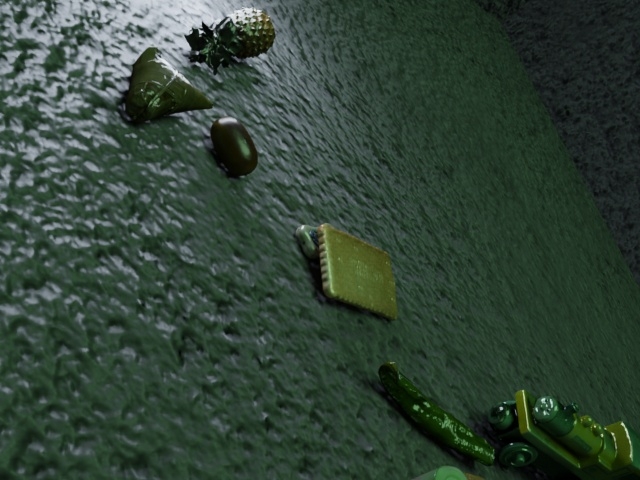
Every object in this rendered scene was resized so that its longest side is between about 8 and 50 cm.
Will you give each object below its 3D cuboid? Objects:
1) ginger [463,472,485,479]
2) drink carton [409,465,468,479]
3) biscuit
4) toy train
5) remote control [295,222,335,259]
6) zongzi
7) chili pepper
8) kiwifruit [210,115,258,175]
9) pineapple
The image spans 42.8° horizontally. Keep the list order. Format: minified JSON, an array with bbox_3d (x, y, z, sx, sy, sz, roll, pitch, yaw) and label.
[{"bbox_3d":[0.287,0.560,1.485,0.118,0.065,0.299,39,36,-18],"label":"ginger"},{"bbox_3d":[0.175,0.448,1.360,0.146,0.142,0.144,16,47,-45],"label":"drink carton"},{"bbox_3d":[0.077,0.069,1.675,0.250,0.030,0.160,23,53,-49],"label":"biscuit"},{"bbox_3d":[0.533,0.440,1.780,0.369,0.237,0.150,37,36,-28],"label":"toy train"},{"bbox_3d":[0.000,0.000,1.666,0.122,0.032,0.074,-9,68,-56],"label":"remote control"},{"bbox_3d":[-0.271,-0.246,1.488,0.176,0.078,0.160,38,39,-33],"label":"zongzi"},{"bbox_3d":[0.220,0.341,1.597,0.359,0.076,0.085,41,13,-30],"label":"chili pepper"},{"bbox_3d":[-0.166,-0.182,1.575,0.075,0.075,0.124,-9,72,-57],"label":"kiwifruit"},{"bbox_3d":[-0.197,-0.428,1.751,0.125,0.125,0.251,54,35,-1],"label":"pineapple"}]
